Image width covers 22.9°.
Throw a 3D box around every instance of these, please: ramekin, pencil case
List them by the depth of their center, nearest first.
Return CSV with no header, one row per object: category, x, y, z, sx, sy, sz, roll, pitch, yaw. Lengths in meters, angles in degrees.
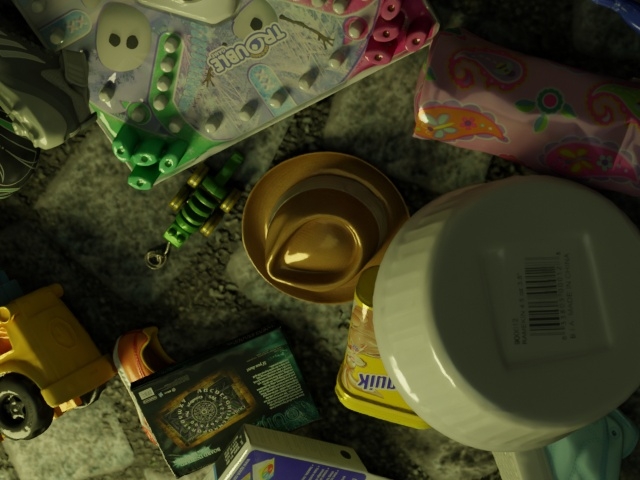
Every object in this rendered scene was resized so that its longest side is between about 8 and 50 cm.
pencil case,0.233,-0.123,1.553,0.284,0.124,0.124,15,118,6
ramekin,0.201,0.067,1.554,0.277,0.135,0.277,2,81,-13

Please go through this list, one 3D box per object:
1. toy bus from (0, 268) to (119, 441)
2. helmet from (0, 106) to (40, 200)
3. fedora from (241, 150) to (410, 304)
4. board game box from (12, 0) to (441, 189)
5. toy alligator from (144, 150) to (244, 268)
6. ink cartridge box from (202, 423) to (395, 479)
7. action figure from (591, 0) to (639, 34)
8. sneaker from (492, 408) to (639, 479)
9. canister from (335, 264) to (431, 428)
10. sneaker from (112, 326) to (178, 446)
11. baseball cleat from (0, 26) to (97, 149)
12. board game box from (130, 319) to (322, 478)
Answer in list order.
toy bus,-0.379,0.136,1.829,0.220,0.149,0.211,-31,91,28
helmet,-0.384,-0.115,1.700,0.169,0.169,0.162,-30,88,25
fedora,0.000,0.000,1.690,0.194,0.079,0.194,6,116,13
board game box,-0.138,-0.278,1.595,0.389,0.050,0.390,-25,110,23
toy alligator,-0.144,-0.023,1.732,0.056,0.051,0.190,39,118,-5
ink cartridge box,-0.046,0.313,1.852,0.208,0.045,0.206,19,123,-27
action figure,0.347,-0.210,1.504,0.280,0.139,0.091,49,122,14
sneaker,0.257,0.190,1.708,0.150,0.135,0.366,-21,105,-10
canister,0.087,0.114,1.697,0.126,0.073,0.170,15,135,8
sneaker,-0.179,0.182,1.832,0.067,0.064,0.175,-19,109,26
baseball cleat,-0.307,-0.183,1.622,0.206,0.109,0.072,51,154,12
board game box,-0.107,0.183,1.801,0.186,0.026,0.126,-22,109,2
